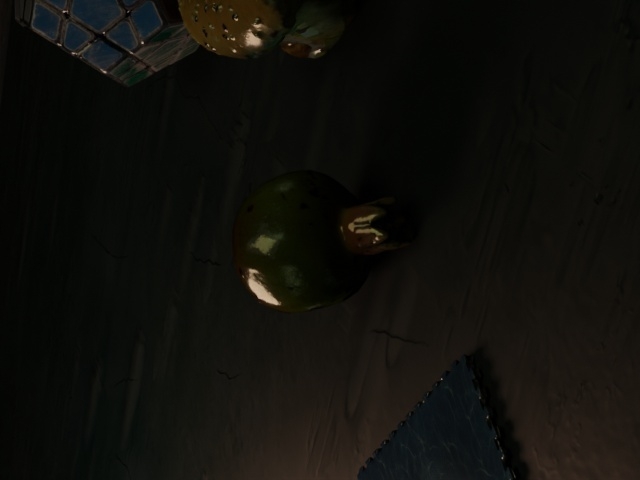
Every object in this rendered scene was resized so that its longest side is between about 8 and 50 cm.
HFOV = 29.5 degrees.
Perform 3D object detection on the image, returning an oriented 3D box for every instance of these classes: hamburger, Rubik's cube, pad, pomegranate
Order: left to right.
[{"bbox_3d":[-0.288,-0.377,1.721,0.264,0.319,0.319,-81,7,-59],"label":"Rubik's cube"},{"bbox_3d":[-0.055,-0.285,1.351,0.288,0.167,0.192,-23,67,62],"label":"hamburger"},{"bbox_3d":[0.000,0.000,1.274,0.205,0.159,0.159,-11,78,38],"label":"pomegranate"},{"bbox_3d":[0.121,0.283,1.150,0.269,0.012,0.270,-59,39,45],"label":"pad"}]
